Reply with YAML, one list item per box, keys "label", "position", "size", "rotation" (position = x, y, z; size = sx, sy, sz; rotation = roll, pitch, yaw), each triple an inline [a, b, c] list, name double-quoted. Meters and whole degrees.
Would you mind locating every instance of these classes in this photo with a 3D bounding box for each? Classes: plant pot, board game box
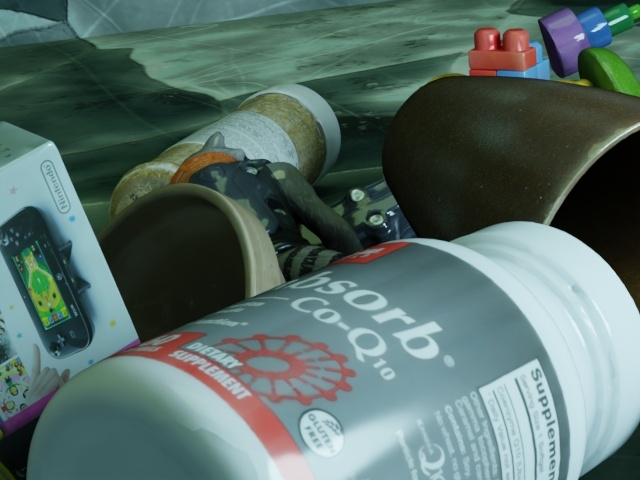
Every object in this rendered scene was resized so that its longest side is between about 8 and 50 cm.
- label: "plant pot"
  position: [-0.091, 0.086, 1.366]
  size: [0.110, 0.237, 0.237]
  rotation: [25, -7, -39]
- label: "board game box"
  position: [-0.266, 0.096, 1.178]
  size: [0.303, 0.224, 0.097]
  rotation: [-31, 26, -22]
- label: "plant pot"
  position: [0.155, -0.033, 1.403]
  size: [0.215, 0.215, 0.230]
  rotation: [-16, 34, -31]

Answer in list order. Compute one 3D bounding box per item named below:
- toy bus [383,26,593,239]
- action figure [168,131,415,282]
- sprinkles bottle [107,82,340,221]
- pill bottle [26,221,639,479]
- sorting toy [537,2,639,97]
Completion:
- label: "toy bus"
  position: [0.159, -0.104, 1.865]
  size: [0.220, 0.211, 0.149]
  rotation: [1, 19, 31]
- label: "action figure"
  position: [0.000, 0.000, 1.550]
  size: [0.341, 0.178, 0.330]
  rotation: [-33, 42, -18]
- label: "sprinkles bottle"
  position: [-0.092, -0.069, 2.001]
  size: [0.121, 0.121, 0.355]
  rotation: [0, 17, 21]
- label: "pill bottle"
  position: [0.025, 0.117, 1.133]
  size: [0.210, 0.210, 0.363]
  rotation: [8, 21, 41]
- label: "sorting toy"
  position: [0.339, -0.137, 1.849]
  size: [0.126, 0.127, 0.365]
  rotation: [-25, 40, -5]
